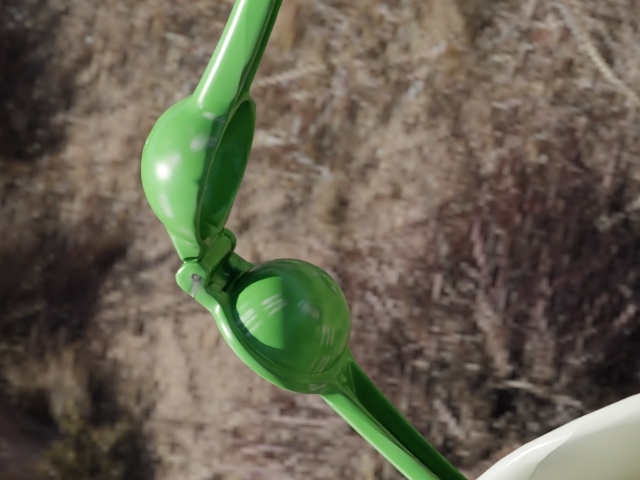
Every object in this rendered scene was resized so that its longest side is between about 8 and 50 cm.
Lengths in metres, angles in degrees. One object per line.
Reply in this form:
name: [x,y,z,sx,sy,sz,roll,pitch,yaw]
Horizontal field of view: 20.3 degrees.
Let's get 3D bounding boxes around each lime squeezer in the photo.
lime squeezer: [0.000,0.000,0.650,0.059,0.110,0.310,-83,-24,-68]

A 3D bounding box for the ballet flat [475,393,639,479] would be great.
ballet flat: [0.050,0.164,0.432,0.483,0.164,0.182,-46,54,24]
